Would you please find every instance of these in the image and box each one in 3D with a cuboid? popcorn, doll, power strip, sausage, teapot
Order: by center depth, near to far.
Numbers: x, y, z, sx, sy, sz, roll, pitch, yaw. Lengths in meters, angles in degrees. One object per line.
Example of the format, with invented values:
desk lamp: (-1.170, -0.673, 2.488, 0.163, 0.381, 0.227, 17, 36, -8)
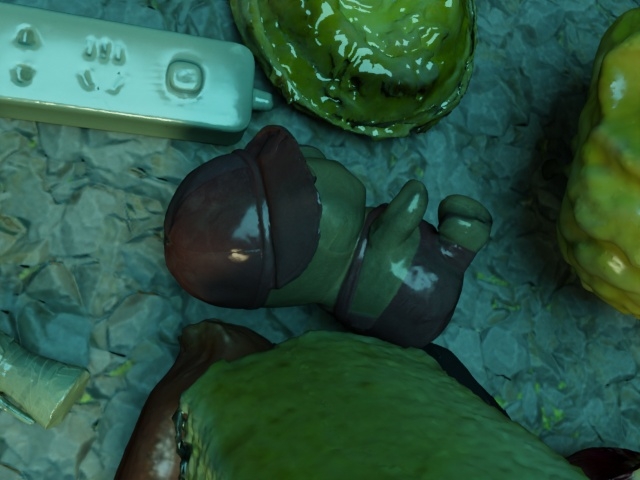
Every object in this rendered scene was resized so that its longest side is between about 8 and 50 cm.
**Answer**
sausage: (-0.092, 0.193, 0.537, 0.148, 0.148, 0.254, 21, 81, -12)
teapot: (-0.241, 0.115, 0.557, 0.083, 0.057, 0.067, 33, 102, -3)
doll: (0.000, -0.003, 0.576, 0.256, 0.196, 0.152, 14, 41, -16)
power strip: (-0.229, -0.151, 0.597, 0.386, 0.062, 0.091, 5, 82, -15)
popcorn: (0.398, -0.074, 0.620, 0.382, 0.349, 0.348, 15, 73, 24)

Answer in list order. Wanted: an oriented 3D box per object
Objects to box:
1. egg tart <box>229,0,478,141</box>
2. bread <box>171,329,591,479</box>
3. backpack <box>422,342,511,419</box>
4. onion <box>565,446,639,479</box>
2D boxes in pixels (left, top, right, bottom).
egg tart: (0.047, -0.237, 0.678, 0.279, 0.095, 0.278, 3, 78, -16)
bread: (0.073, 0.248, 0.395, 0.239, 0.264, 0.395, -21, 95, -24)
backpack: (0.113, 0.176, 0.623, 0.120, 0.106, 0.165, -26, 72, 2)
onion: (0.244, 0.331, 0.615, 0.227, 0.120, 0.283, 14, 75, -39)
